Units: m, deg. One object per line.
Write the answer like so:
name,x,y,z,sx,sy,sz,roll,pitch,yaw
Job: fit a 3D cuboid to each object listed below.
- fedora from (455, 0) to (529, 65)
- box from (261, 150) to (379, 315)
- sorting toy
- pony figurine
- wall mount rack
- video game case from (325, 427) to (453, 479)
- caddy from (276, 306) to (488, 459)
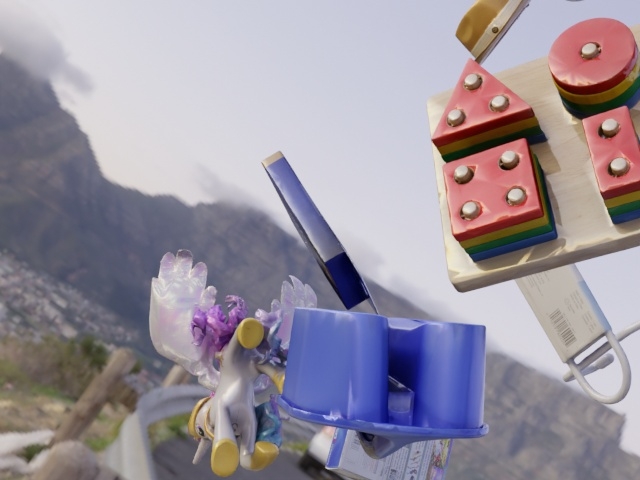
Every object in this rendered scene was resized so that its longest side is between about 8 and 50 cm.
fedora,0.305,-0.398,1.764,0.079,0.194,0.194,38,-8,3
box,0.000,0.000,1.278,0.225,0.036,0.136,56,-4,33
sorting toy,0.232,-0.105,1.001,0.257,0.255,0.089,-17,-36,21
pony figurine,-0.135,0.203,1.567,0.303,0.351,0.363,14,-9,-16
wall mount rack,0.420,0.050,1.456,0.350,0.130,0.304,64,-34,21
video game case,0.155,0.364,1.947,0.244,0.269,0.061,27,-24,-23
caddy,0.075,0.181,1.220,0.241,0.179,0.341,7,-4,-8
